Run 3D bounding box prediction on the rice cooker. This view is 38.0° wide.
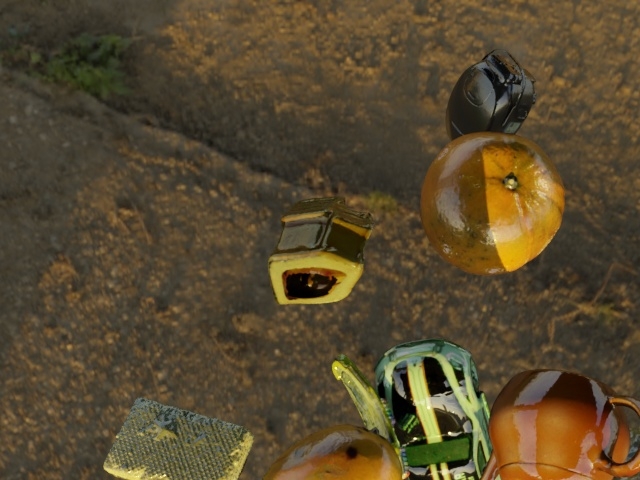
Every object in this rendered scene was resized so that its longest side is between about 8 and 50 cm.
[{"bbox_3d":[0.321,-0.258,1.758,0.118,0.203,0.142,1,47,-35],"label":"rice cooker"}]

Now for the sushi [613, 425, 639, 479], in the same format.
[{"bbox_3d":[0.461,0.491,1.510,0.396,0.240,0.351,-34,27,-25],"label":"sushi"}]

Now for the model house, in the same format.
[{"bbox_3d":[0.011,0.003,2.046,0.268,0.173,0.239,-4,50,29],"label":"model house"}]

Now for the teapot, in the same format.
[{"bbox_3d":[0.189,0.166,0.732,0.116,0.173,0.116,13,68,-33],"label":"teapot"}]

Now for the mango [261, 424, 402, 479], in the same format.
[{"bbox_3d":[0.000,0.261,0.957,0.178,0.090,0.115,-34,70,7],"label":"mango"}]

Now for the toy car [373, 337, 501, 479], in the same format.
[{"bbox_3d":[0.166,0.277,1.241,0.136,0.306,0.125,-12,28,17],"label":"toy car"}]

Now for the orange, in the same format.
[{"bbox_3d":[0.276,-0.063,1.489,0.240,0.171,0.240,2,78,-8],"label":"orange"}]

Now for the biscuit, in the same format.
[{"bbox_3d":[-0.203,0.301,1.327,0.199,0.040,0.121,9,57,25],"label":"biscuit"}]

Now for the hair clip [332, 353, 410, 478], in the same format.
[{"bbox_3d":[0.065,0.226,1.190,0.033,0.060,0.188,-7,54,-30],"label":"hair clip"}]
